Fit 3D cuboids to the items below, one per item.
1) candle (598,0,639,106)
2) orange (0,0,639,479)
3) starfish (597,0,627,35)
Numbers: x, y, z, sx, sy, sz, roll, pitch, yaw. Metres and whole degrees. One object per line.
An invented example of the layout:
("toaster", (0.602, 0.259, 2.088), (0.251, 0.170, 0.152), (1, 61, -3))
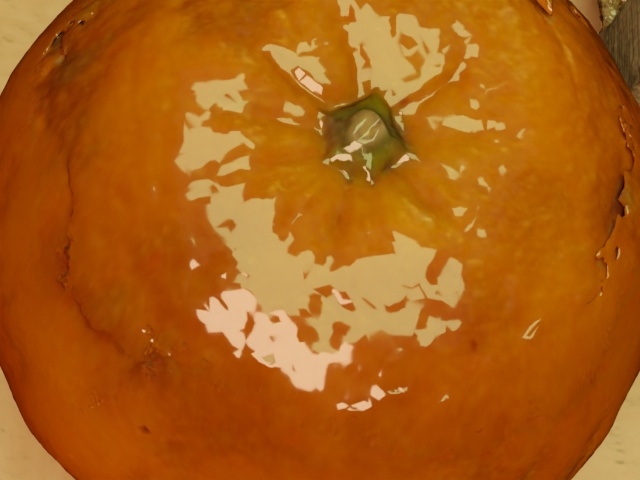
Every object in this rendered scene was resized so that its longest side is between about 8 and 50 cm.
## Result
("candle", (0.204, -0.071, 0.732), (0.168, 0.192, 0.068), (-13, 57, 31))
("orange", (0.000, 0.000, 0.602), (0.284, 0.226, 0.284), (2, 66, -4))
("starfish", (0.209, -0.191, 0.840), (0.227, 0.043, 0.240), (20, 59, -4))
